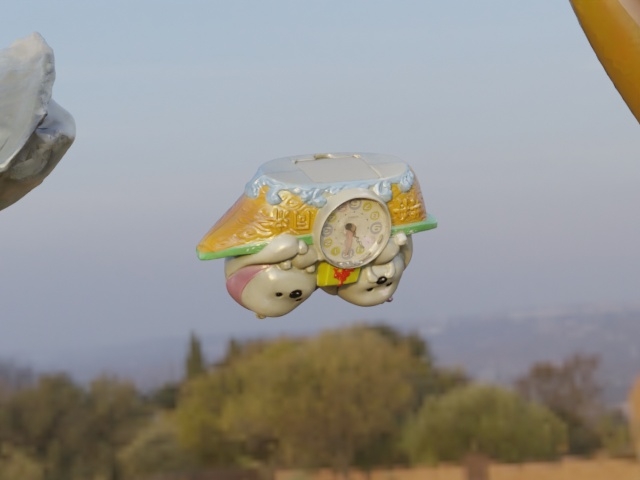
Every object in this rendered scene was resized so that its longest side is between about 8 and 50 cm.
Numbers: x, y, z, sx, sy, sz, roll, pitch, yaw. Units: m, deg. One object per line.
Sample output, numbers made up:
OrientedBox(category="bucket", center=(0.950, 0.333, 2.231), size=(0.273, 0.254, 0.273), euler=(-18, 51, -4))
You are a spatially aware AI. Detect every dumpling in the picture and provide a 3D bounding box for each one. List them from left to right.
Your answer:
OrientedBox(category="dumpling", center=(-0.254, -0.082, 1.470), size=(0.176, 0.092, 0.150), euler=(-45, 26, -25))

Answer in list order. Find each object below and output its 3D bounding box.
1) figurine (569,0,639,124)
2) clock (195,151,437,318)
OrientedBox(category="figurine", center=(0.291, -0.033, 0.654), size=(0.268, 0.401, 0.387), euler=(15, -4, -34))
OrientedBox(category="clock", center=(0.000, 0.000, 1.621), size=(0.231, 0.144, 0.103), euler=(-4, 25, -22))
